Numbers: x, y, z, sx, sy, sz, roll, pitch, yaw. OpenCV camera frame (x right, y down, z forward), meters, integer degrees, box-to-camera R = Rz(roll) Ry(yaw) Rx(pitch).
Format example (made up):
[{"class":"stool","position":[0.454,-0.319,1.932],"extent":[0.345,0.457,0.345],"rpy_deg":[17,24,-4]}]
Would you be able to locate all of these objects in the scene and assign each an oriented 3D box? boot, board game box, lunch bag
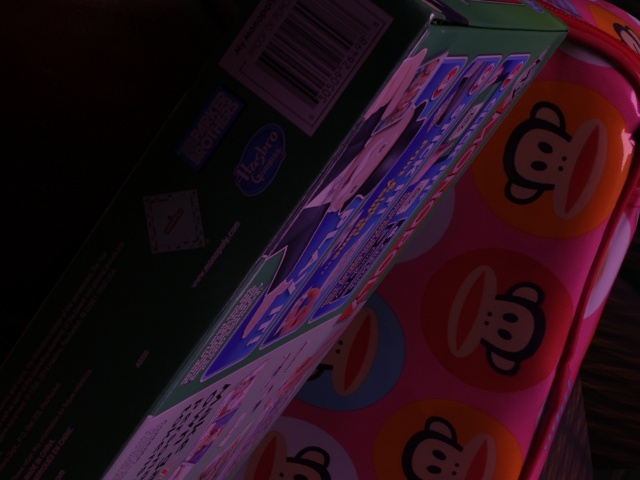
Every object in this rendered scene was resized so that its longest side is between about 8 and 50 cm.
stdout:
[{"class":"boot","position":[-0.086,0.005,0.543],"extent":[0.305,0.112,0.115],"rpy_deg":[113,-7,-61]},{"class":"board game box","position":[-0.046,0.044,0.530],"extent":[0.317,0.046,0.213],"rpy_deg":[-54,171,16]},{"class":"lunch bag","position":[0.000,0.000,0.726],"extent":[0.120,0.258,0.293],"rpy_deg":[-48,157,-68]}]
